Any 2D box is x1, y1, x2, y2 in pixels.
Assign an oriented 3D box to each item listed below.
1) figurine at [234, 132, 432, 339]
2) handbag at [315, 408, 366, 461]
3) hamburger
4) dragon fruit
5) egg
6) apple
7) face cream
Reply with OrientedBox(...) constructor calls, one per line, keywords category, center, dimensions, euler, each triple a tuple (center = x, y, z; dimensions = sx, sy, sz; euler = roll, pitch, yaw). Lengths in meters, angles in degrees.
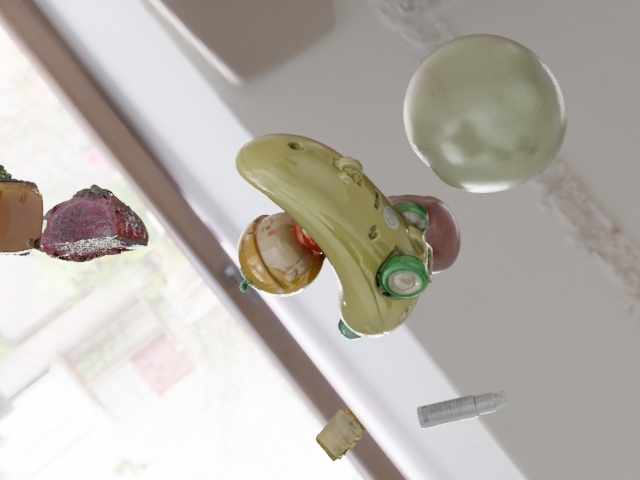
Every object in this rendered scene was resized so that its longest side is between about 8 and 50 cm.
OrientedBox(category="figurine", center=(0.000, 0.000, 1.374), dimensions=(0.222, 0.324, 0.124), euler=(-26, -145, 29))
OrientedBox(category="handbag", center=(0.036, 0.345, 1.996), dimensions=(0.083, 0.061, 0.027), euler=(-50, 154, 18))
OrientedBox(category="hamburger", center=(-0.471, -0.042, 1.617), dimensions=(0.166, 0.087, 0.137), euler=(12, 86, -66))
OrientedBox(category="dragon fruit", center=(-0.308, -0.030, 1.503), dimensions=(0.147, 0.096, 0.102), euler=(-10, 167, 19))
OrientedBox(category="egg", center=(0.227, -0.176, 1.566), dimensions=(0.219, 0.219, 0.269), euler=(-40, -157, 9))
OrientedBox(category="apple", center=(0.142, -0.013, 1.757), dimensions=(0.153, 0.153, 0.120), euler=(-20, 116, -65))
OrientedBox(category="face cream", center=(0.206, 0.243, 1.625), dimensions=(0.130, 0.034, 0.034), euler=(-16, 175, 11))
